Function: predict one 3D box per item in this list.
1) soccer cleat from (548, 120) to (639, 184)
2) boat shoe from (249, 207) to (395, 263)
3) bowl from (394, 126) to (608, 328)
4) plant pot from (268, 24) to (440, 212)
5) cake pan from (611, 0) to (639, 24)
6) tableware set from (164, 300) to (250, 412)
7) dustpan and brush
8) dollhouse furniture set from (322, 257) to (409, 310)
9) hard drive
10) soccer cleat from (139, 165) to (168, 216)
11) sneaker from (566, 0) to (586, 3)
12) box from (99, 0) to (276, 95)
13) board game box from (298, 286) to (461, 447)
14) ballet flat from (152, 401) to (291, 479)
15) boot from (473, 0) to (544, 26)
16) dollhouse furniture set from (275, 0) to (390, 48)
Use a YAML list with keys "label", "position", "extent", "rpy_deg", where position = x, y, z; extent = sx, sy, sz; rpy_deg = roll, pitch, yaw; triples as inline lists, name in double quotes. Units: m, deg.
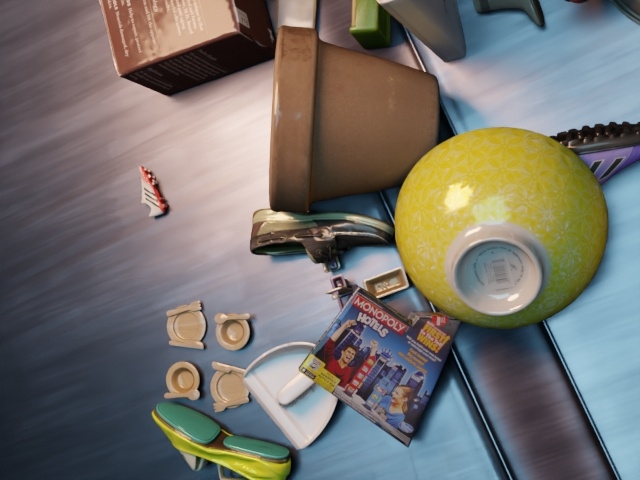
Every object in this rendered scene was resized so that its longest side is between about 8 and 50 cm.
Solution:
- label: "soccer cleat"
  position: [0.313, -0.078, 1.724]
  extent: [0.318, 0.108, 0.116]
  rpy_deg: [-16, 101, 15]
- label: "boat shoe"
  position: [-0.001, 0.000, 1.813]
  extent: [0.223, 0.080, 0.073]
  rpy_deg: [5, 73, 23]
- label: "bowl"
  position: [0.234, 0.012, 1.639]
  extent: [0.289, 0.156, 0.290]
  rpy_deg: [4, 119, 8]
- label: "plant pot"
  position: [0.047, -0.167, 1.747]
  extent: [0.229, 0.263, 0.263]
  rpy_deg: [2, 87, 0]
- label: "cake pan"
  position: [0.514, -0.426, 1.699]
  extent: [0.293, 0.054, 0.293]
  rpy_deg: [-1, 85, 18]
- label: "tableware set"
  position: [-0.172, 0.176, 1.891]
  extent: [0.141, 0.020, 0.169]
  rpy_deg: [0, 86, 17]
- label: "dustpan and brush"
  position: [-0.004, 0.186, 1.815]
  extent: [0.211, 0.060, 0.147]
  rpy_deg: [-42, 75, 3]
- label: "dollhouse furniture set"
  position: [0.059, 0.050, 1.794]
  extent: [0.114, 0.081, 0.091]
  rpy_deg: [-21, 80, 15]
- label: "hard drive"
  position: [0.119, -0.387, 1.663]
  extent: [0.047, 0.353, 0.233]
  rpy_deg: [-13, 83, 16]
- label: "soccer cleat"
  position: [-0.267, -0.076, 1.935]
  extent: [0.035, 0.029, 0.083]
  rpy_deg: [-29, 83, 9]
- label: "sneaker"
  position: [0.439, -0.396, 1.640]
  extent: [0.276, 0.097, 0.135]
  rpy_deg: [-40, 73, 10]
- label: "box"
  position: [-0.198, -0.336, 1.857]
  extent: [0.203, 0.168, 0.167]
  rpy_deg: [-17, 81, 15]
- label: "board game box"
  position: [0.100, 0.156, 1.759]
  extent: [0.194, 0.060, 0.194]
  rpy_deg: [36, 90, -8]
- label: "ballet flat"
  position: [-0.154, 0.315, 1.852]
  extent: [0.230, 0.077, 0.077]
  rpy_deg: [18, 108, 16]
- label: "boot"
  position: [0.263, -0.347, 1.784]
  extent: [0.087, 0.042, 0.119]
  rpy_deg: [-21, 79, 21]
- label: "dollhouse furniture set"
  position: [-0.026, -0.377, 1.735]
  extent: [0.197, 0.301, 0.151]
  rpy_deg: [1, 84, 15]
